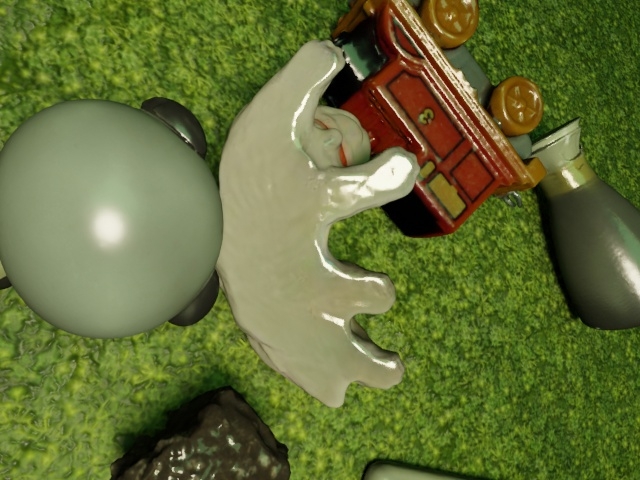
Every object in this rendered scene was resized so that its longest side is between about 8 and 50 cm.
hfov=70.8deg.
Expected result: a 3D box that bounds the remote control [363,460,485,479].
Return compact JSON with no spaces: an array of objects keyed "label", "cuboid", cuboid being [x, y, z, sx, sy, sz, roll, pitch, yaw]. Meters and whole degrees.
[{"label":"remote control","cuboid":[0.185,0.359,0.593,0.309,0.038,0.090,21,73,-22]}]

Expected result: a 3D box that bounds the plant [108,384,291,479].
[{"label":"plant","cuboid":[-0.072,0.280,0.412,0.149,0.146,0.275,-30,95,-31]}]

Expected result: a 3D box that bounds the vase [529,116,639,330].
[{"label":"vase","cuboid":[0.442,-0.033,0.735,0.173,0.173,0.321,-27,88,-28]}]

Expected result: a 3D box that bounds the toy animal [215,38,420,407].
[{"label":"toy animal","cuboid":[0.000,0.000,0.507,0.266,0.188,0.308,-42,98,2]}]

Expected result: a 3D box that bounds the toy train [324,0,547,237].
[{"label":"toy train","cuboid":[0.143,-0.159,0.602,0.231,0.163,0.369,-45,102,-18]}]

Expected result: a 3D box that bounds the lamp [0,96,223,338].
[{"label":"lamp","cuboid":[-0.204,-0.014,0.373,0.243,0.198,0.198,-4,82,-5]}]
